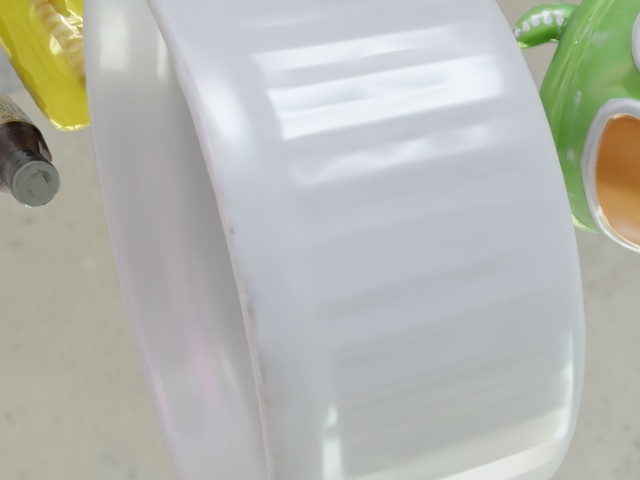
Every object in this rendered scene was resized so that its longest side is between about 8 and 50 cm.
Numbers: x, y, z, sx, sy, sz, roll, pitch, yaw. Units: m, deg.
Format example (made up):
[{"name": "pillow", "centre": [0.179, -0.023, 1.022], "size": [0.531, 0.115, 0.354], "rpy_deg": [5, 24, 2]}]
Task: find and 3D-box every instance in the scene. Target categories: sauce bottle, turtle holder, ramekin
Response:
[{"name": "sauce bottle", "centre": [-0.168, -0.049, 1.022], "size": [0.042, 0.128, 0.042], "rpy_deg": [-9, 112, -23]}, {"name": "turtle holder", "centre": [0.319, -0.109, 1.455], "size": [0.320, 0.227, 0.243], "rpy_deg": [-15, 119, -44]}, {"name": "ramekin", "centre": [0.000, 0.000, 0.779], "size": [0.135, 0.277, 0.277], "rpy_deg": [-13, 123, -15]}]

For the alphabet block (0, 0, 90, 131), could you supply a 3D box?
[{"name": "alphabet block", "centre": [-0.113, -0.212, 1.026], "size": [0.193, 0.197, 0.192], "rpy_deg": [-24, 144, 3]}]
